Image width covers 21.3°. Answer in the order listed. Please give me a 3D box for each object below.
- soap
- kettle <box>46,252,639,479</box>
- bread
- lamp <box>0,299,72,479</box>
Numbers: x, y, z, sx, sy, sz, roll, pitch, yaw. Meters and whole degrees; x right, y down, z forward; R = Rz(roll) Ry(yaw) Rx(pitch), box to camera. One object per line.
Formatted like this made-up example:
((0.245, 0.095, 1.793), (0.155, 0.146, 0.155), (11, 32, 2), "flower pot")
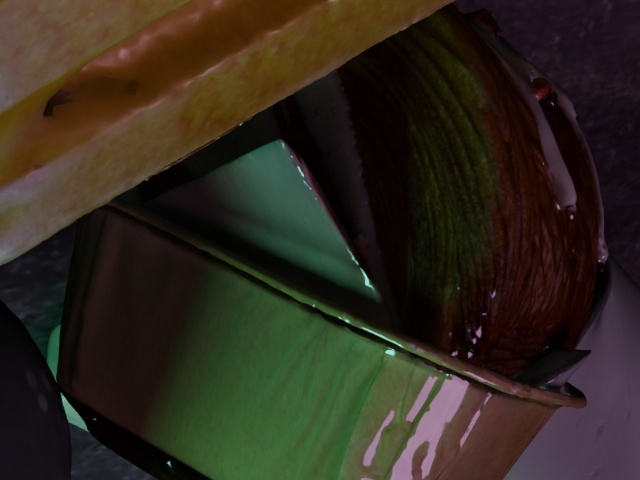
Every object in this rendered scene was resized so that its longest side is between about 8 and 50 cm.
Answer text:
((-0.004, -0.143, 0.523), (0.315, 0.091, 0.199), (-31, 152, -17), "soap")
((0.055, 0.071, 0.876), (0.205, 0.265, 0.318), (-64, 150, -8), "kettle")
((0.000, 0.000, 0.656), (0.142, 0.224, 0.212), (14, 98, -55), "bread")
((-0.225, 0.066, 0.593), (0.182, 0.182, 0.314), (-42, 142, 17), "lamp")
